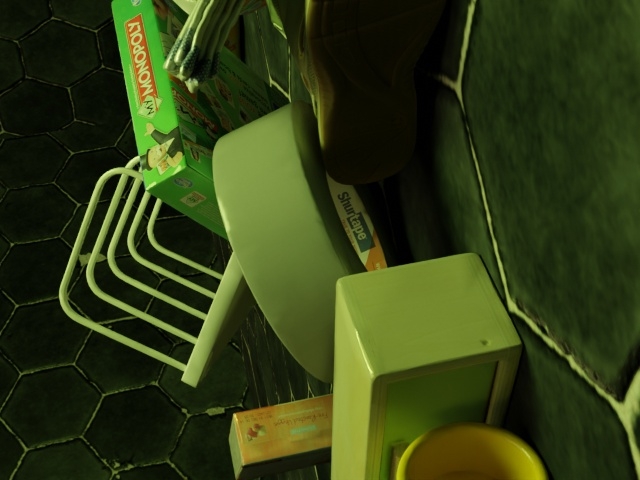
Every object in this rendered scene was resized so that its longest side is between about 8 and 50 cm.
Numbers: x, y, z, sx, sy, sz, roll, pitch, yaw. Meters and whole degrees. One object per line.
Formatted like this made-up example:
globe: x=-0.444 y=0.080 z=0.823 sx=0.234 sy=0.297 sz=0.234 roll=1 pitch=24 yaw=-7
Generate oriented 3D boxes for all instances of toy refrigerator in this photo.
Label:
toy refrigerator: x=0.069 y=0.140 z=0.732 sx=0.269 sy=0.102 sz=0.094 roll=91 pitch=164 yaw=-47

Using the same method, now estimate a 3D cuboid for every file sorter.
file sorter: x=-0.142 y=-0.005 z=1.118 sx=0.277 sy=0.173 sz=0.192 roll=-56 pitch=-9 yaw=-71

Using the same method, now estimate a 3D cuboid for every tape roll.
tape roll: x=0.000 y=0.000 z=0.796 sx=0.219 sy=0.072 sz=0.219 roll=57 pitch=-164 yaw=-27

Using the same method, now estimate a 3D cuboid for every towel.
towel: x=-0.036 y=-0.236 z=0.706 sx=0.285 sy=0.034 sz=0.209 roll=-62 pitch=14 yaw=3

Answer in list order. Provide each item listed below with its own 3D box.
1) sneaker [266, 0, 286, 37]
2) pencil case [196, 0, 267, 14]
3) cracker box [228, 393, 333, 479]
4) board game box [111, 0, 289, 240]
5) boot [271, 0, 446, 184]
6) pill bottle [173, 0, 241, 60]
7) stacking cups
sneaker: x=-0.015 y=-0.239 z=0.950 sx=0.192 sy=0.064 sz=0.086 roll=-168 pitch=60 yaw=-80
pencil case: x=-0.086 y=-0.348 z=1.044 sx=0.284 sy=0.124 sz=0.124 roll=118 pitch=141 yaw=-73
cracker box: x=-0.034 y=0.252 z=1.270 sx=0.232 sy=0.156 sz=0.067 roll=112 pitch=147 yaw=-71
board game box: x=-0.065 y=-0.080 z=0.944 sx=0.317 sy=0.046 sz=0.213 roll=35 pitch=-147 yaw=-52
boot: x=0.017 y=-0.196 z=0.720 sx=0.262 sy=0.095 sz=0.203 roll=88 pitch=169 yaw=-52
pill bottle: x=-0.191 y=-0.344 z=1.645 sx=0.215 sy=0.117 sz=0.117 roll=94 pitch=162 yaw=-57
stacking cups: x=0.098 y=0.268 z=0.711 sx=0.096 sy=0.096 sz=0.316 roll=-112 pitch=16 yaw=-49
